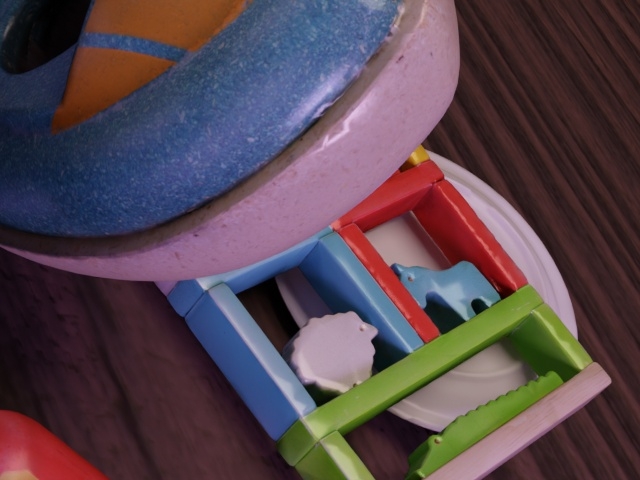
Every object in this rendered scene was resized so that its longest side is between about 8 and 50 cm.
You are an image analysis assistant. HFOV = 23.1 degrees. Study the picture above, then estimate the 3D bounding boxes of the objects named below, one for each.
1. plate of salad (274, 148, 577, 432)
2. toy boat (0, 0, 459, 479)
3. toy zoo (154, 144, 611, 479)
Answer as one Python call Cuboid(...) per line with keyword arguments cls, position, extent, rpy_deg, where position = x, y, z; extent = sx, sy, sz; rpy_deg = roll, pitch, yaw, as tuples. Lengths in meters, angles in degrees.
Cuboid(cls="plate of salad", position=(0.056, 0.027, 0.882), extent=(0.199, 0.048, 0.200), rpy_deg=(18, 47, -21))
Cuboid(cls="toy boat", position=(-0.085, -0.026, 0.605), extent=(0.148, 0.267, 0.318), rpy_deg=(40, 58, -36))
Cuboid(cls="toy zoo", position=(0.000, 0.000, 0.809), extent=(0.192, 0.030, 0.293), rpy_deg=(-25, 72, -43))
